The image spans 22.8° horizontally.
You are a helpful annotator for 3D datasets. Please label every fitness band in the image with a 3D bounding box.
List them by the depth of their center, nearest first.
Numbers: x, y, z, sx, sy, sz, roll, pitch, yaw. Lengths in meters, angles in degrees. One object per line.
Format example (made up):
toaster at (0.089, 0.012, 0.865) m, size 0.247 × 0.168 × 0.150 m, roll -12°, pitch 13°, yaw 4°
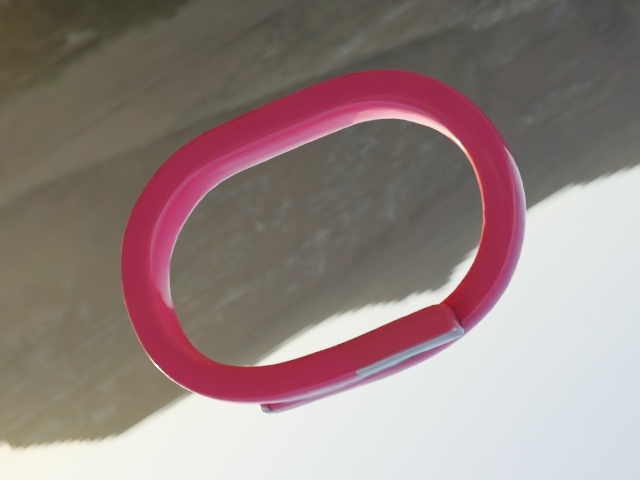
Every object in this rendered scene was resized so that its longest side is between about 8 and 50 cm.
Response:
fitness band at (0.000, 0.000, 1.105) m, size 0.291 × 0.209 × 0.054 m, roll -21°, pitch 162°, yaw 13°
